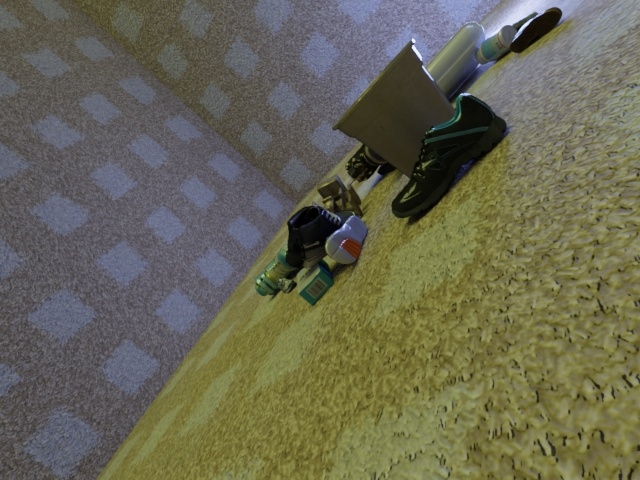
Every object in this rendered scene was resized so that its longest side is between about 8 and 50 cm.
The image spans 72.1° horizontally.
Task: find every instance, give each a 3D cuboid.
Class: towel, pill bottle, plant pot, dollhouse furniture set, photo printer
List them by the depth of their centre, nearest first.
[{"bbox_3d":[0.255,-0.351,1.305,0.334,0.305,0.334,-46,10,10],"label":"plant pot"},{"bbox_3d":[0.659,-0.731,1.657,0.087,0.087,0.160,-51,11,-16],"label":"pill bottle"},{"bbox_3d":[0.737,-0.801,1.659,0.110,0.027,0.148,-29,2,-10],"label":"towel"},{"bbox_3d":[0.065,-0.122,1.752,0.212,0.161,0.242,-25,35,21],"label":"dollhouse furniture set"},{"bbox_3d":[0.553,-0.725,1.816,0.308,0.107,0.256,-48,-18,5],"label":"photo printer"}]

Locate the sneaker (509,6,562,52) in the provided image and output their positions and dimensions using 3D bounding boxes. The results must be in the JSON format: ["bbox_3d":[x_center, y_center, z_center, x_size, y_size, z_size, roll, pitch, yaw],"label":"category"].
[{"bbox_3d":[0.694,-0.692,1.409,0.086,0.064,0.192,-57,9,-21],"label":"sneaker"}]

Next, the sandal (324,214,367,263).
[{"bbox_3d":[0.074,0.011,1.339,0.076,0.102,0.265,-43,2,33],"label":"sandal"}]

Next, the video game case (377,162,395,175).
[{"bbox_3d":[0.346,-0.400,1.774,0.249,0.035,0.275,-60,10,-12],"label":"video game case"}]

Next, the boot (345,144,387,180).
[{"bbox_3d":[0.209,-0.343,1.763,0.284,0.138,0.378,-47,10,44],"label":"boot"}]

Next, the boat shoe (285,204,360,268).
[{"bbox_3d":[0.022,-0.054,1.401,0.340,0.127,0.158,-39,-38,-42],"label":"boat shoe"}]

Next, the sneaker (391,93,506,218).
[{"bbox_3d":[0.284,-0.203,1.090,0.341,0.139,0.125,-47,11,14],"label":"sneaker"}]

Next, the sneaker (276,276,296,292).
[{"bbox_3d":[-0.143,0.174,1.744,0.052,0.058,0.135,-53,11,-25],"label":"sneaker"}]

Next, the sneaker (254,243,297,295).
[{"bbox_3d":[-0.183,0.142,1.868,0.208,0.127,0.319,-50,0,-20],"label":"sneaker"}]

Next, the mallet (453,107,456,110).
[{"bbox_3d":[0.476,-0.467,1.605,0.062,0.039,0.190,-49,14,7],"label":"mallet"}]

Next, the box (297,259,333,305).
[{"bbox_3d":[-0.021,0.118,1.412,0.100,0.060,0.244,-46,10,6],"label":"box"}]

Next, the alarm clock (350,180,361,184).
[{"bbox_3d":[0.209,-0.349,2.244,0.192,0.064,0.129,-47,9,29],"label":"alarm clock"}]
